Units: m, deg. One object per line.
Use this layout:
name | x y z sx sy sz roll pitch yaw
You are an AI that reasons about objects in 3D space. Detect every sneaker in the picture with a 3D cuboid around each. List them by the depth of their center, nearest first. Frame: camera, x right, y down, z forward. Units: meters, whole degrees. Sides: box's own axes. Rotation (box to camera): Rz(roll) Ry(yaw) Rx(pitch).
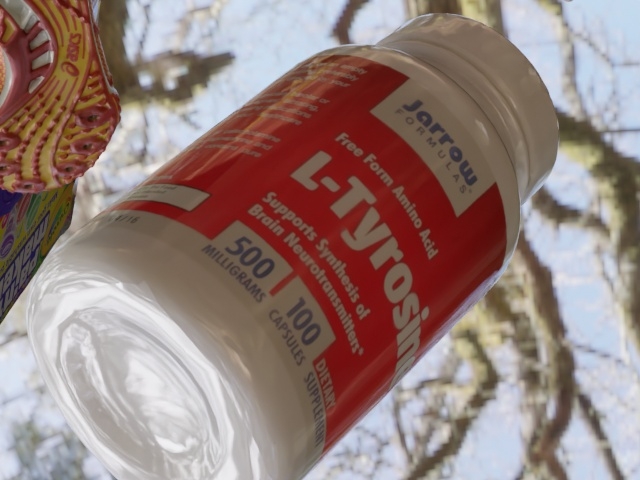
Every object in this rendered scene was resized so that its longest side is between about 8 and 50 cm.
sneaker | -0.114 -0.086 0.695 0.064 0.175 0.067 -6 -129 -13

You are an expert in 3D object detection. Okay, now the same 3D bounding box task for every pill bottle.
pill bottle | 0.000 0.000 1.278 0.229 0.229 0.407 21 -136 30

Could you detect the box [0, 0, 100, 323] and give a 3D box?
box | -0.296 -0.047 0.921 0.279 0.177 0.290 14 -150 4
